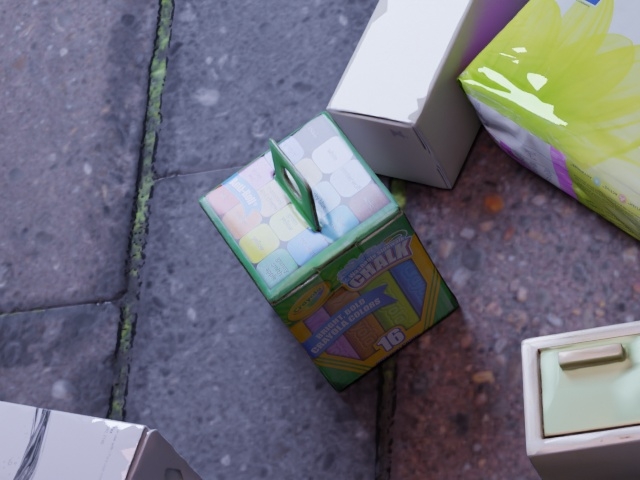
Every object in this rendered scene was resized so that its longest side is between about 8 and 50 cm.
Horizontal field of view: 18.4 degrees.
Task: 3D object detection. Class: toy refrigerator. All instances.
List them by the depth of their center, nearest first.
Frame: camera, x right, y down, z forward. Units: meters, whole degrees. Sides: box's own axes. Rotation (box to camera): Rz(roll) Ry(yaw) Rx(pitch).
[{"bbox_3d":[0.292,0.114,1.476,0.270,0.094,0.102,-10,57,18],"label":"toy refrigerator"}]

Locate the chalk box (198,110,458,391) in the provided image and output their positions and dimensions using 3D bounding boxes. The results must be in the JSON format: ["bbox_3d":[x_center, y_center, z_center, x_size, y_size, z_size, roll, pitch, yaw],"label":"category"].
[{"bbox_3d":[0.000,0.000,1.597,0.132,0.213,0.132,-35,53,0],"label":"chalk box"}]

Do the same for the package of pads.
[{"bbox_3d":[0.284,-0.120,1.619,0.229,0.101,0.296,-47,53,-10],"label":"package of pads"}]

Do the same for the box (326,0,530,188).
[{"bbox_3d":[0.114,-0.191,1.732,0.094,0.113,0.275,14,65,30],"label":"box"}]

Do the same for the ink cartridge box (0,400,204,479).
[{"bbox_3d":[-0.206,0.199,1.610,0.191,0.139,0.082,7,63,27],"label":"ink cartridge box"}]
